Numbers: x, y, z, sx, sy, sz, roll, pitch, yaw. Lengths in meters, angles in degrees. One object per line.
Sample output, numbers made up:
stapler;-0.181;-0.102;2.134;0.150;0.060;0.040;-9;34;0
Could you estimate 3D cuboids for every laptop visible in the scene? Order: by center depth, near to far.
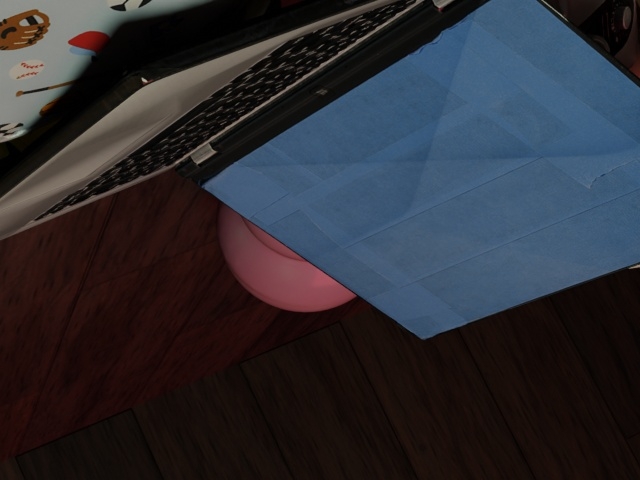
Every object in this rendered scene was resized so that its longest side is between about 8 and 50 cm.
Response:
laptop;0.000;0.000;0.893;0.408;0.236;0.382;-27;180;-39

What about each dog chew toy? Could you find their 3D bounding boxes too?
dog chew toy;-0.008;-0.055;1.519;0.206;0.207;0.332;-23;159;-17

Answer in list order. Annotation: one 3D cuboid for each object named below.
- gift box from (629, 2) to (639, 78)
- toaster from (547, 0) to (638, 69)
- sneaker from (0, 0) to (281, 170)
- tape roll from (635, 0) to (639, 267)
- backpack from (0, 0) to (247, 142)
gift box;0.250;-0.224;1.198;0.276;0.255;0.258;-13;160;-37
toaster;0.109;-0.180;0.915;0.185;0.168;0.110;11;-141;30
sneaker;-0.196;-0.118;1.055;0.384;0.145;0.147;-26;152;-30
tape roll;0.170;-0.151;1.030;0.392;0.392;0.072;-40;-173;47
backpack;-0.138;-0.192;0.665;0.263;0.213;0.276;-34;167;-5
